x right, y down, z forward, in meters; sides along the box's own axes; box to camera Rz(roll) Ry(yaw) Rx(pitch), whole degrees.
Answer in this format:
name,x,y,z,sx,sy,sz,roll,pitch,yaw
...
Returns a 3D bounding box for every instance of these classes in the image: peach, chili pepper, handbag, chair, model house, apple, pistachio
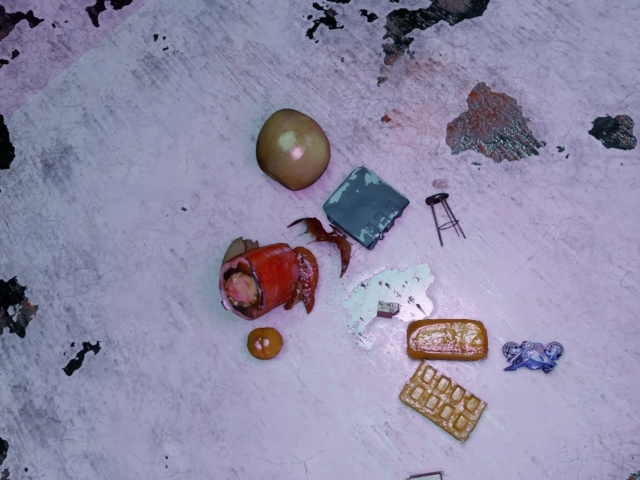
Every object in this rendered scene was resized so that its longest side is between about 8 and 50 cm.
name,x,y,z,sx,sy,sz,roll,pitch,yaw
peach,-0.217,0.400,1.911,0.138,0.138,0.138,-3,74,11
chili pepper,-0.200,0.146,1.847,0.229,0.305,0.251,-10,95,42
handbag,0.180,-0.128,1.996,0.274,0.100,0.268,36,81,18
chair,0.487,-0.098,1.917,0.104,0.095,0.221,-18,70,-5
model house,0.259,0.267,1.883,0.083,0.057,0.058,8,72,13
apple,-0.120,-0.361,2.014,0.319,0.319,0.277,32,75,19
pistachio,-0.328,0.129,1.999,0.162,0.181,0.293,11,77,-23

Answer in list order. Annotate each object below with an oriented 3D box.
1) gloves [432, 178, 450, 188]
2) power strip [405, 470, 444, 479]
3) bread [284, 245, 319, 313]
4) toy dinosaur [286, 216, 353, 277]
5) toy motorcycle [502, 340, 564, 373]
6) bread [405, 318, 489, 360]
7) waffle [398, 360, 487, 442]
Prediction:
name,x,y,z,sx,sy,sz,roll,pitch,yaw
gloves,0.483,-0.231,1.985,0.081,0.037,0.044,21,116,2
power strip,0.341,0.831,1.693,0.175,0.075,0.042,-14,71,10
bread,-0.078,0.156,1.969,0.139,0.095,0.269,1,78,20
toy dinosaur,-0.010,-0.002,1.982,0.327,0.206,0.113,25,120,12
toy motorcycle,0.747,0.411,1.730,0.205,0.076,0.114,-3,81,12
bread,0.455,0.360,1.782,0.288,0.119,0.152,-1,78,12
waffle,0.433,0.570,1.757,0.274,0.057,0.168,31,83,19
